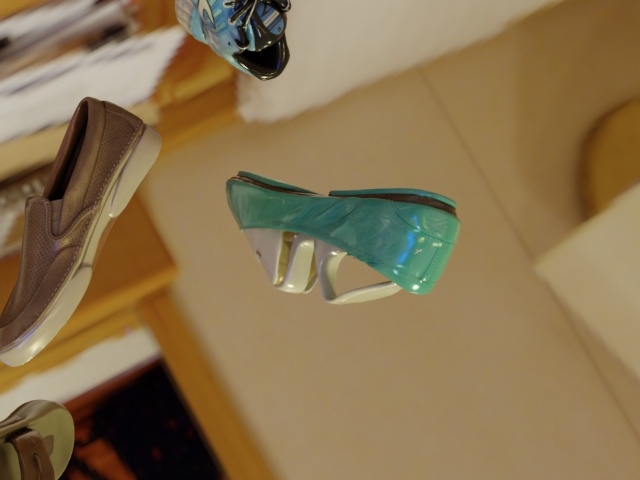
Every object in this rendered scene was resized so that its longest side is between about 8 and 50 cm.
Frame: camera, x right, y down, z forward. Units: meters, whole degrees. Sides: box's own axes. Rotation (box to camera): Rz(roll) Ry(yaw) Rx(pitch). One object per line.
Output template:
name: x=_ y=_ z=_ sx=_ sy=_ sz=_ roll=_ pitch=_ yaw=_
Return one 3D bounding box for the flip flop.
flip flop: x=-0.255 y=0.212 z=1.533 sx=0.277 sy=0.080 sz=0.112 roll=-40 pitch=142 yaw=-71

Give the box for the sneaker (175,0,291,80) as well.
sneaker: x=-0.041 y=-0.137 z=0.935 sx=0.063 sy=0.073 sz=0.162 roll=-39 pitch=158 yaw=-7

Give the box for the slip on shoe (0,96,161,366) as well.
slip on shoe: x=-0.124 y=-0.006 z=0.857 sx=0.051 sy=0.041 sz=0.135 roll=4 pitch=-119 yaw=59

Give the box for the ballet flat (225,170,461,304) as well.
ballet flat: x=0.000 y=0.000 z=1.322 sx=0.083 sy=0.087 sz=0.247 roll=22 pitch=171 yaw=-38
